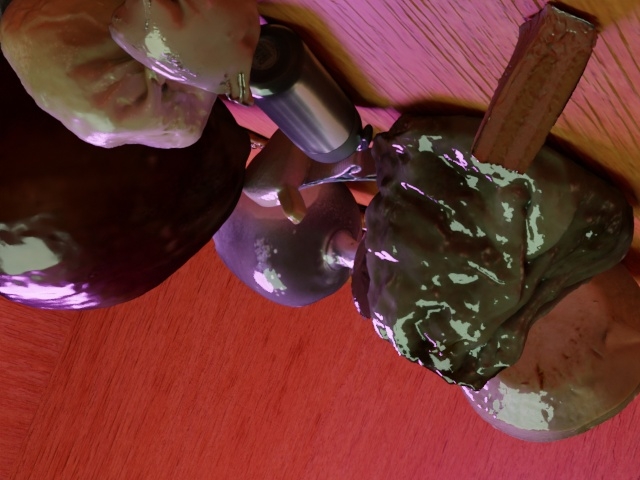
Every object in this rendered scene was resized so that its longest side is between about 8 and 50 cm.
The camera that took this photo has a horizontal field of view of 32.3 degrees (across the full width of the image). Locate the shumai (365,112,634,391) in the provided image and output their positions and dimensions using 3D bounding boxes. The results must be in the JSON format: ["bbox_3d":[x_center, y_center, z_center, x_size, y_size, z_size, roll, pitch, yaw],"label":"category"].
[{"bbox_3d":[0.170,0.028,1.219,0.309,0.263,0.304,20,176,7],"label":"shumai"}]

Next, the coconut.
[{"bbox_3d":[0.327,0.140,1.584,0.323,0.323,0.323,21,174,2],"label":"coconut"}]

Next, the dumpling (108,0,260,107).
[{"bbox_3d":[-0.124,-0.197,0.982,0.136,0.118,0.199,40,170,46],"label":"dumpling"}]

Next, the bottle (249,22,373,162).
[{"bbox_3d":[-0.010,-0.146,1.164,0.096,0.080,0.253,12,170,19],"label":"bottle"}]

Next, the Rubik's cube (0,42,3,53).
[{"bbox_3d":[-0.471,-0.231,1.601,0.155,0.154,0.151,16,173,41],"label":"Rubik's cube"}]

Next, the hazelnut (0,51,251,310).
[{"bbox_3d":[-0.292,-0.087,1.418,0.420,0.353,0.421,4,166,1],"label":"hazelnut"}]

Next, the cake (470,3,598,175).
[{"bbox_3d":[0.151,-0.103,0.799,0.052,0.121,0.065,27,180,-9],"label":"cake"}]

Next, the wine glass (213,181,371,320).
[{"bbox_3d":[0.000,0.000,1.729,0.323,0.238,0.238,19,174,38],"label":"wine glass"}]

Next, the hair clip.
[{"bbox_3d":[-0.022,-0.085,1.442,0.218,0.159,0.071,-9,143,39],"label":"hair clip"}]

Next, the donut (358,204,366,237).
[{"bbox_3d":[0.074,-0.006,1.998,0.230,0.096,0.216,19,173,13],"label":"donut"}]

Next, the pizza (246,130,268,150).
[{"bbox_3d":[-0.122,-0.153,1.691,0.099,0.029,0.100,17,173,23],"label":"pizza"}]

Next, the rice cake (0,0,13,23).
[{"bbox_3d":[-0.368,-0.287,1.203,0.072,0.056,0.365,22,173,-11],"label":"rice cake"}]

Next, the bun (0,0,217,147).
[{"bbox_3d":[-0.198,-0.187,1.112,0.229,0.145,0.229,39,-151,-27],"label":"bun"}]
